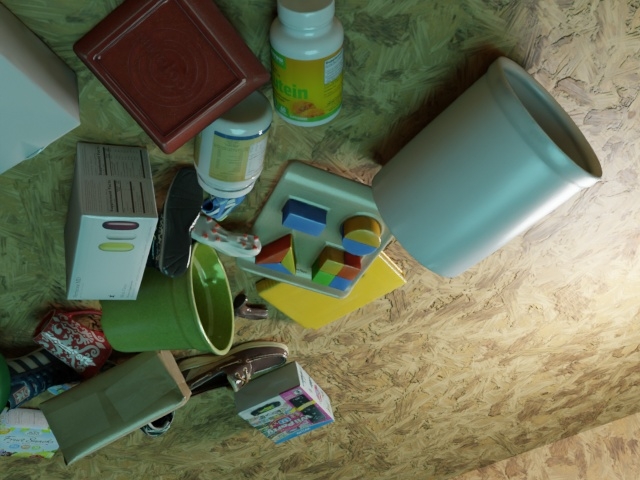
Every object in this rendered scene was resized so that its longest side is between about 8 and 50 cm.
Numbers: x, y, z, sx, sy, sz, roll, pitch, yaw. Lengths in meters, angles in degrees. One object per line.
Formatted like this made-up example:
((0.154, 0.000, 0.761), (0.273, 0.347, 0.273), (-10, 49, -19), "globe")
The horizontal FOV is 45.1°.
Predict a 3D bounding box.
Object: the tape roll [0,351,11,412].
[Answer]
((-0.906, 0.340, 1.822), (0.321, 0.077, 0.321), (0, 108, 0), "tape roll")

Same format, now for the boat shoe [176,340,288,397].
((-0.252, 0.386, 2.231), (0.342, 0.123, 0.123), (-10, 141, -10), "boat shoe")

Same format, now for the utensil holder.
((0.348, -0.149, 1.675), (0.327, 0.327, 0.385), (22, 130, -40), "utensil holder")

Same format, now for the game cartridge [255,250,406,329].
((0.033, 0.112, 2.081), (0.323, 0.053, 0.285), (-28, 141, 16), "game cartridge")

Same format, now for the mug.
((-0.614, 0.239, 1.921), (0.113, 0.150, 0.169), (-30, 121, 35), "mug")

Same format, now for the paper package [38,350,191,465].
((-0.515, 0.414, 1.992), (0.325, 0.168, 0.309), (-27, 176, -9), "paper package")

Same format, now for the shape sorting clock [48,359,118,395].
((-0.654, 0.385, 2.137), (0.206, 0.040, 0.206), (-11, 141, -9), "shape sorting clock")

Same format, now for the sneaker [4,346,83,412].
((-0.738, 0.359, 1.961), (0.350, 0.148, 0.131), (-12, 118, -9), "sneaker")

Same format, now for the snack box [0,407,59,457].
((-0.859, 0.562, 2.245), (0.207, 0.070, 0.174), (14, 132, -36), "snack box")

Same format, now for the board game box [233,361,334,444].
((-0.113, 0.530, 2.486), (0.224, 0.097, 0.303), (-24, 142, 8), "board game box")

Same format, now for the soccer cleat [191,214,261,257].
((-0.235, -0.002, 1.795), (0.196, 0.068, 0.076), (20, 148, -17), "soccer cleat")

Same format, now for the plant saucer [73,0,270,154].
((-0.266, -0.308, 1.358), (0.259, 0.048, 0.258), (-33, 112, 19), "plant saucer")

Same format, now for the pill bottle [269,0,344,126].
((-0.025, -0.344, 1.428), (0.136, 0.136, 0.246), (-11, 141, -9), "pill bottle")

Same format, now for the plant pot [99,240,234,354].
((-0.371, 0.157, 1.825), (0.254, 0.276, 0.276), (-12, 143, 9), "plant pot")

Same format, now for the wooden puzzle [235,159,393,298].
((0.000, 0.000, 1.845), (0.322, 0.080, 0.348), (18, 130, -18), "wooden puzzle")

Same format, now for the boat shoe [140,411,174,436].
((-0.495, 0.513, 2.291), (0.121, 0.119, 0.335), (-6, 140, -15), "boat shoe")

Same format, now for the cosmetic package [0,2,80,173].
((-0.598, -0.293, 1.251), (0.217, 0.156, 0.385), (-27, 142, 11), "cosmetic package")

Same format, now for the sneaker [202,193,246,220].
((-0.213, -0.099, 1.718), (0.059, 0.053, 0.144), (21, 126, -36), "sneaker")

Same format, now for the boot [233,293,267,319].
((-0.182, 0.183, 2.083), (0.114, 0.037, 0.106), (14, 145, -30), "boot")

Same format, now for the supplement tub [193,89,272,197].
((-0.179, -0.197, 1.540), (0.144, 0.144, 0.200), (-3, 140, -18), "supplement tub")

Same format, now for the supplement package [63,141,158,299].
((-0.438, -0.034, 1.585), (0.145, 0.204, 0.262), (2, 138, -23), "supplement package")

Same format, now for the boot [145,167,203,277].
((-0.344, -0.042, 1.690), (0.085, 0.236, 0.178), (12, 175, -38), "boot")
